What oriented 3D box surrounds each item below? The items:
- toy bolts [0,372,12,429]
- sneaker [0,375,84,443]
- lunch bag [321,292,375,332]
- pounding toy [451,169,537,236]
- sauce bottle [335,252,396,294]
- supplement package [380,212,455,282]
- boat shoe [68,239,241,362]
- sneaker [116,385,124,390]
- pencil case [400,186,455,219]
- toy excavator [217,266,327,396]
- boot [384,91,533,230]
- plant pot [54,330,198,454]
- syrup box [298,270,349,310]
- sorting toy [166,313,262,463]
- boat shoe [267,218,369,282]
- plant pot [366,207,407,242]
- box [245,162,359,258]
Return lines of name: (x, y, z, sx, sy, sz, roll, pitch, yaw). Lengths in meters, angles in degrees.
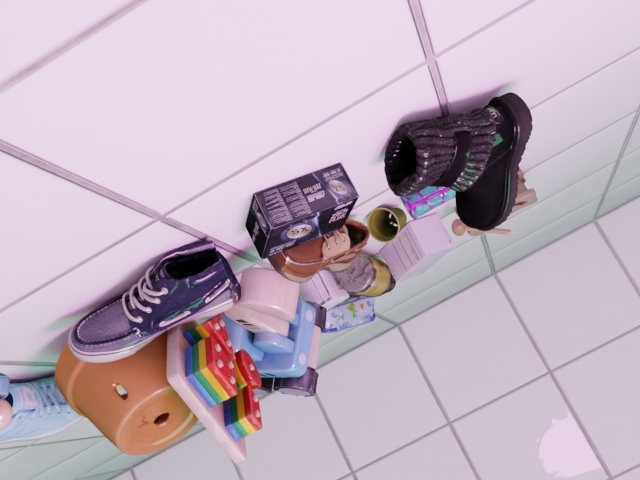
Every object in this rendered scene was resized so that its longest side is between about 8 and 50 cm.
toy bolts: (-0.663, 0.304, 1.427, 0.228, 0.158, 0.218, -25, 164, -7)
sneaker: (-0.638, 0.365, 1.712, 0.366, 0.135, 0.150, -16, 164, -38)
lunch bag: (0.038, 0.201, 2.270, 0.219, 0.090, 0.176, -12, -166, -41)
pounding toy: (0.467, -0.061, 2.111, 0.269, 0.155, 0.154, -25, 160, -8)
sauce bottle: (0.136, 0.101, 2.179, 0.111, 0.111, 0.344, -30, 166, 11)
supplement package: (0.260, 0.021, 2.128, 0.105, 0.105, 0.179, -17, 162, -30)
boat shoe: (-0.321, 0.105, 1.472, 0.340, 0.127, 0.158, -24, 149, -13)
sneaker: (-0.440, 0.286, 1.901, 0.208, 0.081, 0.094, -29, 166, -34)
pencil case: (0.261, -0.107, 1.797, 0.151, 0.064, 0.070, -28, 180, 2)
toy excavator: (-0.143, 0.201, 1.813, 0.433, 0.222, 0.445, -8, 153, 37)
boot: (0.248, -0.119, 1.523, 0.260, 0.131, 0.348, -23, 141, -20)
plant pot: (-0.368, 0.299, 1.624, 0.291, 0.203, 0.291, -26, 142, -23)
syrup box: (-0.051, 0.171, 2.124, 0.237, 0.093, 0.096, -35, 163, 27)
sorting toy: (-0.201, 0.264, 1.582, 0.089, 0.255, 0.257, -28, 120, 6)
boat shoe: (0.000, 0.000, 1.648, 0.120, 0.122, 0.324, -42, 166, 24)
plant pot: (0.162, -0.044, 1.833, 0.083, 0.083, 0.079, -38, 173, 33)
box: (-0.037, -0.053, 1.460, 0.180, 0.077, 0.147, -21, 163, -20)
